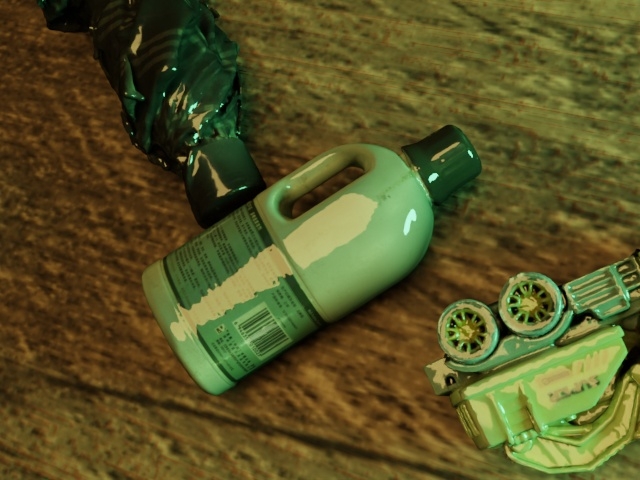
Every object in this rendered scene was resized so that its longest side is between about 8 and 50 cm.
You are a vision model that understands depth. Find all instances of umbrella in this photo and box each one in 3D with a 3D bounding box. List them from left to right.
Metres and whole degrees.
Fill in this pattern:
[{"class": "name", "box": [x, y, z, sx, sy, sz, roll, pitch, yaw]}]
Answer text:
[{"class": "umbrella", "box": [-0.136, -0.164, 0.607, 0.128, 0.154, 0.337, -46, 54, 43]}]

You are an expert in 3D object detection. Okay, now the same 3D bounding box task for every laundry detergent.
[{"class": "laundry detergent", "box": [0.000, 0.000, 0.543, 0.225, 0.070, 0.099, -34, 63, 4]}]

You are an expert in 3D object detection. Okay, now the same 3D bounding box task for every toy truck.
[{"class": "toy truck", "box": [0.159, 0.065, 0.462, 0.191, 0.085, 0.116, -25, 74, 11]}]
